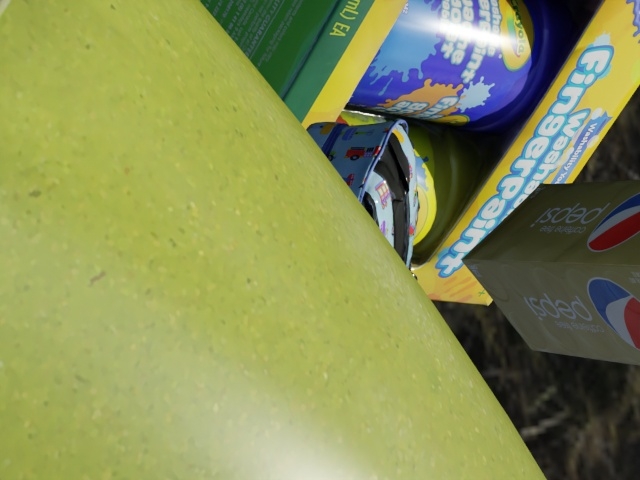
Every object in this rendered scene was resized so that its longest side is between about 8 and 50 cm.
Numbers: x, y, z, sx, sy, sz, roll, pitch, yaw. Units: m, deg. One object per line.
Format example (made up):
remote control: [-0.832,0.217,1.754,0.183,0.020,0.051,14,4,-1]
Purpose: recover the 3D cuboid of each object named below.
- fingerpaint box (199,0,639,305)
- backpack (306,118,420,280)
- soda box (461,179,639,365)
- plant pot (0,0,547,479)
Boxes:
fingerpaint box: [0.090,-0.169,1.355,0.371,0.163,0.445,7,124,-44]
backpack: [0.000,0.000,1.120,0.116,0.158,0.173,16,133,11]
soda box: [0.135,0.013,0.728,0.061,0.058,0.181,51,164,-14]
plant pot: [-0.045,0.095,0.482,0.293,0.275,0.275,39,126,-18]
